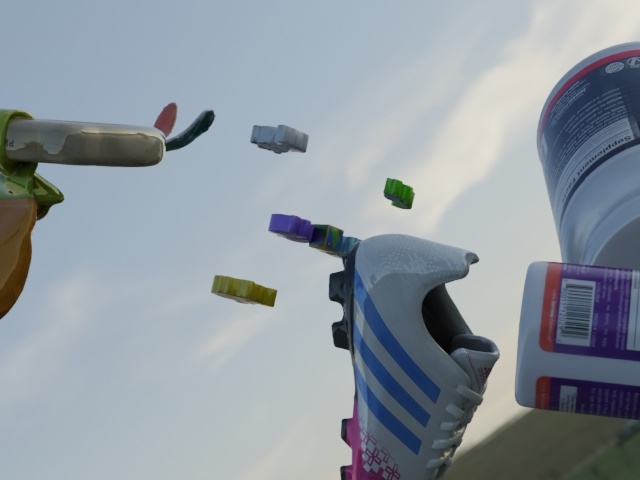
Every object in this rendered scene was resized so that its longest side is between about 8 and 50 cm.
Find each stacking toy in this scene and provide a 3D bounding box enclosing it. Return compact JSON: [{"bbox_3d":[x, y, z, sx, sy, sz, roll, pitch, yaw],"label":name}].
[{"bbox_3d":[0.000,0.000,1.580,0.052,0.167,0.221,2,-15,46],"label":"stacking toy"}]

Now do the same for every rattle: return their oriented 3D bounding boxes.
[{"bbox_3d":[-0.149,-0.026,1.120,0.130,0.143,0.199,-12,-4,20],"label":"rattle"}]

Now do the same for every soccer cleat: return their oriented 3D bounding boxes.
[{"bbox_3d":[0.092,0.153,1.488,0.143,0.331,0.116,0,22,16],"label":"soccer cleat"}]

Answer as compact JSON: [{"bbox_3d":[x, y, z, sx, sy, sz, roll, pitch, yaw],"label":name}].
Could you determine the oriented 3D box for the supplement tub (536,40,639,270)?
[{"bbox_3d":[0.301,-0.040,1.475,0.191,0.191,0.272,-42,25,24],"label":"supplement tub"}]

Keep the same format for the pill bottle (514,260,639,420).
[{"bbox_3d":[0.240,0.076,1.175,0.193,0.108,0.108,6,-8,10],"label":"pill bottle"}]
